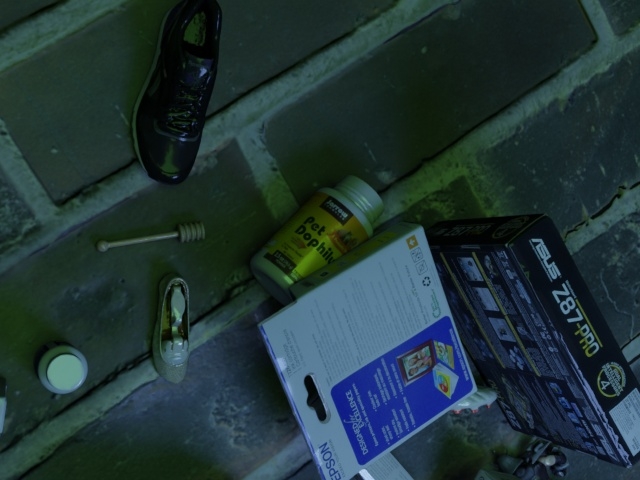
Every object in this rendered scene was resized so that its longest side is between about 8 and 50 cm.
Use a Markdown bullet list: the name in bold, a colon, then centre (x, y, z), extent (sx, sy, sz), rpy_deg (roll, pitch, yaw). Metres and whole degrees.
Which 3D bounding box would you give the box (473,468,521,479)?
- **box**: centre (0.252, 0.513, 1.482), extent (0.113, 0.094, 0.275), rpy_deg (24, 98, -41)

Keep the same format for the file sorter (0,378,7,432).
- **file sorter**: centre (-0.509, 0.319, 1.177), extent (0.173, 0.193, 0.277), rpy_deg (9, 86, -19)

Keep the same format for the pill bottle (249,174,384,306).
- **pill bottle**: centre (0.000, 0.000, 1.428), extent (0.215, 0.117, 0.117), rpy_deg (-47, 105, -16)

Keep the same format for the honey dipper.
- **honey dipper**: centre (-0.253, -0.003, 1.372), extent (0.161, 0.030, 0.030), rpy_deg (-10, 93, -21)

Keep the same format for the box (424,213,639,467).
- **box**: centre (0.327, 0.150, 1.452), extent (0.097, 0.318, 0.395), rpy_deg (-35, 101, -20)

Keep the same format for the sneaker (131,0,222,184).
- **sneaker**: centre (-0.206, -0.225, 1.343), extent (0.107, 0.124, 0.283), rpy_deg (9, 86, -21)

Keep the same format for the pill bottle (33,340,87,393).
- **pill bottle**: centre (-0.360, 0.176, 1.275), extent (0.067, 0.120, 0.067), rpy_deg (0, 89, -22)

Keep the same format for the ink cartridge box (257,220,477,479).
- **ink cartridge box**: centre (0.070, 0.173, 1.392), extent (0.307, 0.072, 0.303), rpy_deg (-28, 111, -22)

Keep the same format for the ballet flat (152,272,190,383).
- **ballet flat**: centre (-0.221, 0.133, 1.370), extent (0.057, 0.052, 0.168), rpy_deg (-2, 90, -23)

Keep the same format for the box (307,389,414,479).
- **box**: centre (0.090, 0.371, 1.488), extent (0.067, 0.063, 0.324), rpy_deg (-44, 105, -15)

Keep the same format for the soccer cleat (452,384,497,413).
- **soccer cleat**: centre (0.208, 0.252, 1.539), extent (0.196, 0.068, 0.076), rpy_deg (-2, 87, -20)

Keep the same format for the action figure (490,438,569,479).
- **action figure**: centre (0.402, 0.465, 1.599), extent (0.285, 0.099, 0.185), rpy_deg (43, 81, -1)
